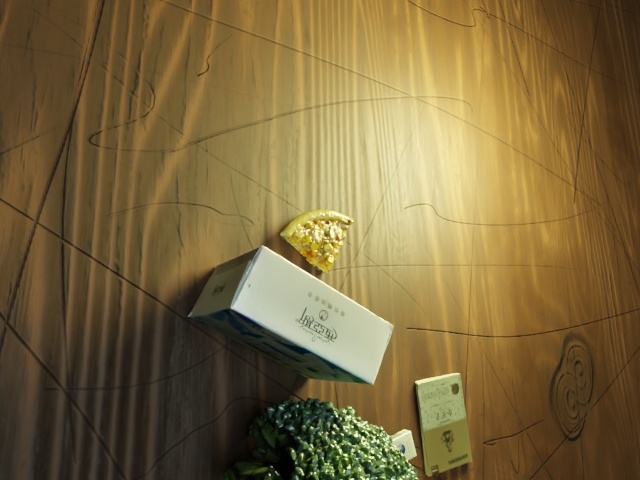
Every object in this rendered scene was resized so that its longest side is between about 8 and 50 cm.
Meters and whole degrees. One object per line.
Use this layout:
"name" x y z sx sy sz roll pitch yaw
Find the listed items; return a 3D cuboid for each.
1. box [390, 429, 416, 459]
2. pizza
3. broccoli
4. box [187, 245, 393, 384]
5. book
"box" 0.156 0.433 0.955 0.083 0.024 0.053 -10 83 -32
"pizza" 0.000 0.000 0.943 0.178 0.041 0.130 3 80 -31
"broccoli" 0.026 0.414 0.737 0.318 0.277 0.338 -12 127 -2
"box" -0.052 0.137 0.784 0.274 0.203 0.116 34 64 -22
"book" 0.277 0.408 1.039 0.139 0.016 0.198 0 80 -31
